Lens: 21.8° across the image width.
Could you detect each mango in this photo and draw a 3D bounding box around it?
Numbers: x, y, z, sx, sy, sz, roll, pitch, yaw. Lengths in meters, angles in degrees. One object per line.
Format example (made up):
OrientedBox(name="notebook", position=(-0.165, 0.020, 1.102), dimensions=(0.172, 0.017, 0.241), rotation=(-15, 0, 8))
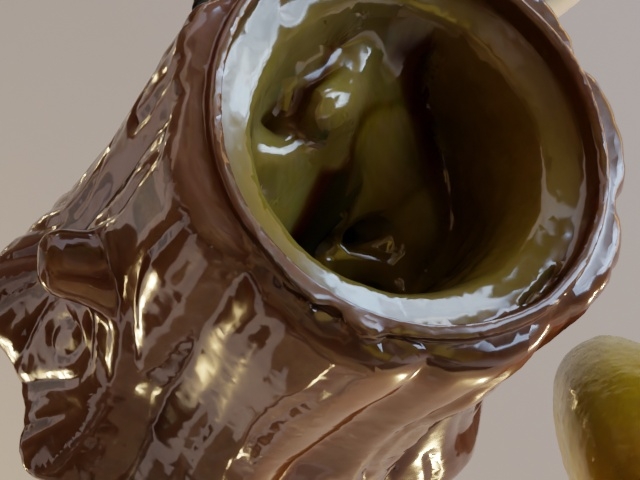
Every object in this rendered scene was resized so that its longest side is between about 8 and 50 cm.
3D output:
OrientedBox(name="mango", position=(0.187, 0.145, 0.816), dimensions=(0.119, 0.176, 0.317), rotation=(-30, -147, 3))

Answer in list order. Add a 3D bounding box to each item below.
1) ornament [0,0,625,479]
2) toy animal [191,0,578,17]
OrientedBox(name="ornament", position=(0.000, 0.000, 0.667), dimensions=(0.235, 0.217, 0.221), rotation=(24, -120, -11))
OrientedBox(name="toy animal", position=(0.049, -0.204, 0.937), dimensions=(0.267, 0.212, 0.212), rotation=(-4, -103, 21))
